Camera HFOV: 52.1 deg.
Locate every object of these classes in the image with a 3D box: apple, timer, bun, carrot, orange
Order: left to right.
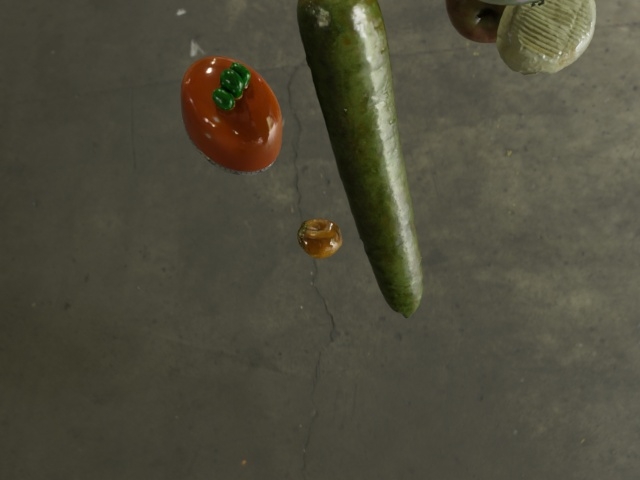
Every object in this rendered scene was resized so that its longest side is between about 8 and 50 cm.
[{"bbox_3d":[-0.097,-0.139,0.701,0.136,0.136,0.099,33,74,24],"label":"timer"},{"bbox_3d":[0.000,0.000,1.159,0.086,0.062,0.086,-3,32,2],"label":"orange"},{"bbox_3d":[0.052,-0.069,0.630,0.074,0.358,0.074,-13,30,7],"label":"carrot"},{"bbox_3d":[0.351,-0.505,1.337,0.188,0.188,0.174,7,60,11],"label":"apple"},{"bbox_3d":[0.414,-0.392,1.212,0.164,0.111,0.188,22,92,1],"label":"bun"}]

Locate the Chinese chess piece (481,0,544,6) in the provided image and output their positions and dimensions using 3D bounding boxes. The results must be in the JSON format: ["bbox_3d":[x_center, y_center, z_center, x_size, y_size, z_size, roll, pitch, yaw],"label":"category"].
[{"bbox_3d":[0.278,-0.497,0.873,0.146,0.349,0.349,14,52,-28],"label":"Chinese chess piece"}]
